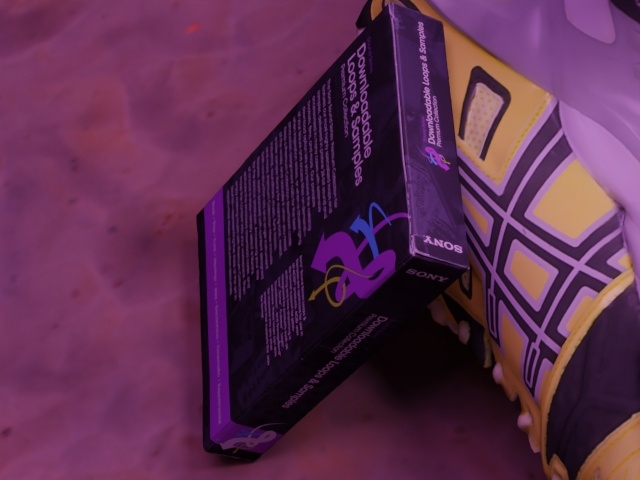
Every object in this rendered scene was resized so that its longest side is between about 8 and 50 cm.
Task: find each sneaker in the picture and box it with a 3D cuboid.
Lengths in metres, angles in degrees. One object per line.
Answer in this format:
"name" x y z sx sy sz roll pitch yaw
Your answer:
"sneaker" 0.114 0.023 0.757 0.147 0.145 0.384 -30 52 31

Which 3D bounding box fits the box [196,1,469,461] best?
"box" 0.000 0.000 0.777 0.029 0.162 0.116 14 53 -25
